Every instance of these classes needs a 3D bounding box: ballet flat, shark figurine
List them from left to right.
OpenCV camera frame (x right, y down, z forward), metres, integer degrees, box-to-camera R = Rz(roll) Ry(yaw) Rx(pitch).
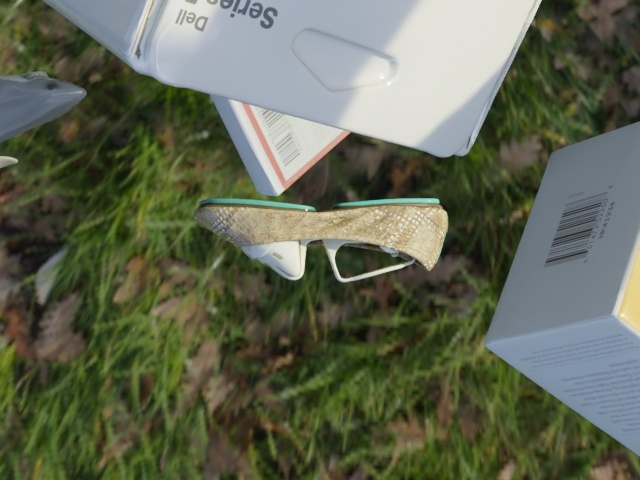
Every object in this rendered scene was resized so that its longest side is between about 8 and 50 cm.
[{"bbox_3d":[-0.340,-0.072,1.457,0.166,0.278,0.116,7,67,-25],"label":"shark figurine"},{"bbox_3d":[0.000,0.000,1.250,0.206,0.073,0.067,0,85,3],"label":"ballet flat"}]

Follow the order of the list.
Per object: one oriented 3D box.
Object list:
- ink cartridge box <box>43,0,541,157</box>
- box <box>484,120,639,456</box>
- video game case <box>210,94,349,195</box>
[{"bbox_3d":[-0.058,-0.156,0.685,0.198,0.273,0.115,10,110,-46],"label":"ink cartridge box"},{"bbox_3d":[0.348,0.079,1.382,0.345,0.215,0.168,35,151,-24],"label":"box"},{"bbox_3d":[0.014,-0.195,1.122,0.025,0.285,0.204,8,132,48],"label":"video game case"}]
